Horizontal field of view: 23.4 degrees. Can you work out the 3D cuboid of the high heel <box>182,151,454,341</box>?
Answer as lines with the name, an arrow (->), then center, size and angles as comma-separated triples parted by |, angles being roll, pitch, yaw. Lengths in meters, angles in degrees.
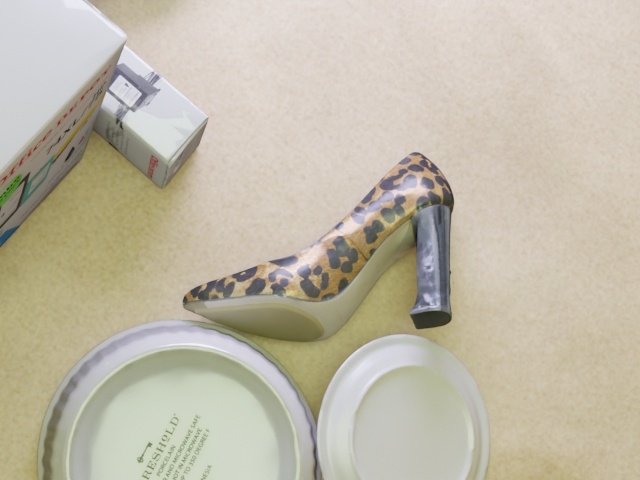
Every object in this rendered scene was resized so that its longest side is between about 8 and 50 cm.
high heel -> 0.000, 0.000, 1.501 | 0.261, 0.093, 0.186 | -2, 60, 5

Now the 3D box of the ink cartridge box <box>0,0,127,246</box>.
ink cartridge box -> -0.321, -0.117, 1.343 | 0.197, 0.270, 0.198 | 39, 65, -1

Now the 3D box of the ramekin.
ramekin -> -0.126, 0.204, 1.415 | 0.273, 0.127, 0.272 | 1, 82, -7

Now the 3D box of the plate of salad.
plate of salad -> 0.077, 0.190, 1.471 | 0.200, 0.048, 0.199 | 5, 81, -30

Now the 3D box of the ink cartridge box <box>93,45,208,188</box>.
ink cartridge box -> -0.183, -0.129, 1.464 | 0.150, 0.109, 0.063 | 41, 76, 0
